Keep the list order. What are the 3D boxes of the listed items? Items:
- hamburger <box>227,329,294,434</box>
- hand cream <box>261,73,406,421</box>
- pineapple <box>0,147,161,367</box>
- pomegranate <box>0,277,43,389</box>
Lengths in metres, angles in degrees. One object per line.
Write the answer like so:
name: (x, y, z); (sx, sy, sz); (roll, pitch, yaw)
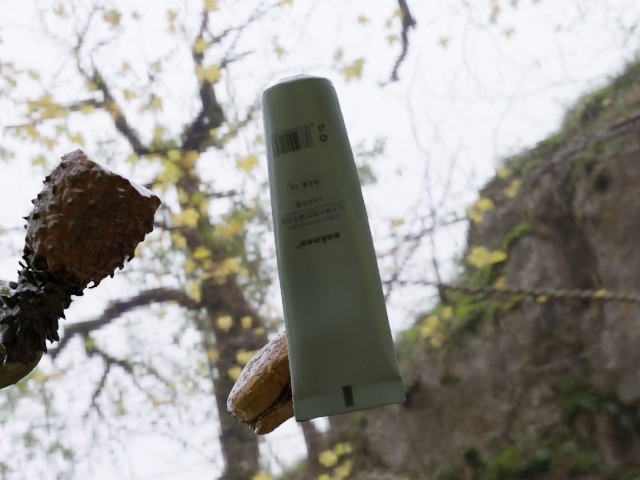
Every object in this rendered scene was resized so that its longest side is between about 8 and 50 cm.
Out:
hamburger: (-0.055, 0.182, 1.823); (0.083, 0.138, 0.147); (39, -52, -13)
hand cream: (0.000, 0.000, 1.299); (0.109, 0.320, 0.067); (-13, -12, 21)
pineapple: (-0.319, 0.031, 1.759); (0.158, 0.158, 0.278); (30, -91, -48)
pomegranate: (-0.573, 0.177, 2.356); (0.246, 0.198, 0.198); (-58, -35, -9)
